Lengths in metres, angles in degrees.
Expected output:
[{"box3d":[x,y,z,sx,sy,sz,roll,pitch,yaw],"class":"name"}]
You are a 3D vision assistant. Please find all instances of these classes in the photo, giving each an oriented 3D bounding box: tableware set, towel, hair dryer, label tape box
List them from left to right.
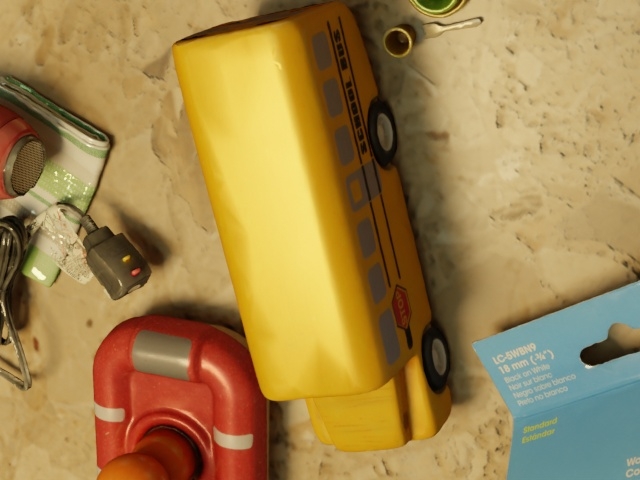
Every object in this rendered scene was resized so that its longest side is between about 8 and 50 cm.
[{"box3d":[-0.297,-0.017,1.184,0.224,0.080,0.293,-36,93,31],"class":"hair dryer"},{"box3d":[-0.244,-0.046,1.205,0.113,0.023,0.152,32,117,11],"class":"towel"},{"box3d":[0.044,-0.204,1.016,0.104,0.024,0.154,-10,111,26],"class":"tableware set"},{"box3d":[0.257,0.198,0.992,0.241,0.106,0.333,-26,102,39],"class":"label tape box"}]

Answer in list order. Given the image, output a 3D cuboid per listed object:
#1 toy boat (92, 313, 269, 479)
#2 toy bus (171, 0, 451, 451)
[{"box3d":[-0.128,0.182,1.162,0.151,0.151,0.231,8,111,21],"class":"toy boat"},{"box3d":[0.000,0.000,1.055,0.108,0.130,0.332,-8,105,25],"class":"toy bus"}]
